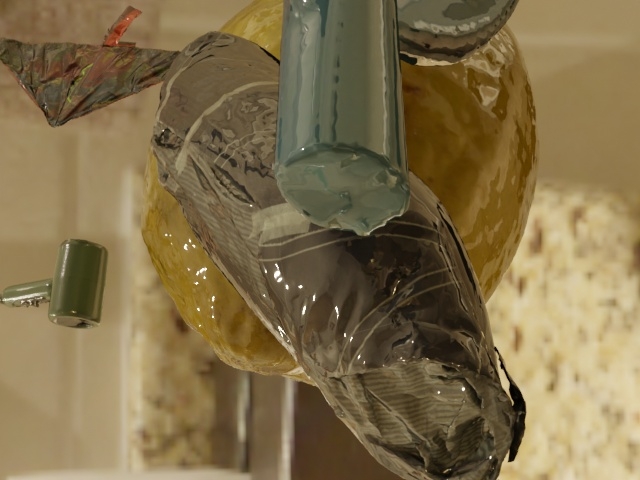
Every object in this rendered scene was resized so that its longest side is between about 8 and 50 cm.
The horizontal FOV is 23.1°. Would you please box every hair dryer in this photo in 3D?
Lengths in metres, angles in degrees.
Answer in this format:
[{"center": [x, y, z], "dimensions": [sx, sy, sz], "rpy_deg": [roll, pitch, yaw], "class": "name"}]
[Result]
[{"center": [-0.248, 0.046, 1.400], "dimensions": [0.150, 0.047, 0.071], "rpy_deg": [-11, 64, 41], "class": "hair dryer"}]

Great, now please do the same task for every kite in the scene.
[{"center": [-0.189, -0.152, 1.363], "dimensions": [0.189, 0.232, 0.009], "rpy_deg": [-69, -19, -46], "class": "kite"}]

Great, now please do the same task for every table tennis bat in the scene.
[{"center": [0.012, -0.145, 0.589], "dimensions": [0.044, 0.215, 0.329], "rpy_deg": [-26, 45, 33], "class": "table tennis bat"}]

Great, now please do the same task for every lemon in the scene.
[{"center": [0.020, -0.055, 1.089], "dimensions": [0.285, 0.285, 0.316], "rpy_deg": [-169, 96, -74], "class": "lemon"}]

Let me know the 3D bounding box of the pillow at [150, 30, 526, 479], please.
[{"center": [0.000, 0.000, 0.723], "dimensions": [0.161, 0.092, 0.335], "rpy_deg": [57, 175, -26], "class": "pillow"}]
